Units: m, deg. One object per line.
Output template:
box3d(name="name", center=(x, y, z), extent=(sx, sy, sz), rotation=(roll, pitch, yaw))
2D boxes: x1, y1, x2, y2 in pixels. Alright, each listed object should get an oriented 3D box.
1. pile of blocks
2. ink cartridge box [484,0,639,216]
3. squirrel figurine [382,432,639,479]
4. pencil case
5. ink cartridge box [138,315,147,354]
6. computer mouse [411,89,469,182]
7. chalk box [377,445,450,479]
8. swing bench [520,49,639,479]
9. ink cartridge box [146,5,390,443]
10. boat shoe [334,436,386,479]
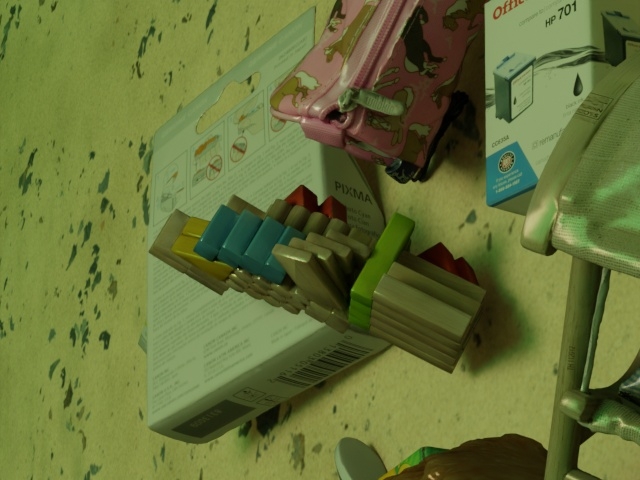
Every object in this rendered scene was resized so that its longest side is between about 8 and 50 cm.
box3d(name="pile of blocks", center=(0.000, 0.000, 1.405), extent=(0.362, 0.149, 0.112), rotation=(16, 66, 31))
box3d(name="ink cartridge box", center=(0.205, -0.126, 1.276), extent=(0.140, 0.082, 0.190), rotation=(-28, 56, 54))
box3d(name="squirrel figurine", center=(0.147, 0.340, 1.005), extent=(0.397, 0.281, 0.370), rotation=(21, 114, 46))
box3d(name="pencil case", center=(0.101, -0.252, 1.392), extent=(0.167, 0.160, 0.386), rotation=(38, 104, 53))
box3d(name="ink cartridge box", center=(-0.143, 0.052, 1.837), extent=(0.109, 0.062, 0.209), rotation=(39, 112, 59))
box3d(name="computer mouse", center=(0.080, -0.143, 1.548), extent=(0.193, 0.042, 0.106), rotation=(56, 131, 46))
box3d(name="chalk box", center=(0.111, 0.248, 1.234), extent=(0.213, 0.132, 0.132), rotation=(-44, 43, 43))
box3d(name="swing bench", center=(0.256, 0.047, 0.849), extent=(0.253, 0.165, 0.254), rotation=(21, 132, 43))
box3d(name="ink cartridge box", center=(-0.065, -0.013, 1.665), extent=(0.308, 0.091, 0.385), rotation=(-33, 48, 40))
box3d(name="boat shoe", center=(0.041, 0.243, 1.447), extent=(0.040, 0.049, 0.142), rotation=(-60, 35, 29))
